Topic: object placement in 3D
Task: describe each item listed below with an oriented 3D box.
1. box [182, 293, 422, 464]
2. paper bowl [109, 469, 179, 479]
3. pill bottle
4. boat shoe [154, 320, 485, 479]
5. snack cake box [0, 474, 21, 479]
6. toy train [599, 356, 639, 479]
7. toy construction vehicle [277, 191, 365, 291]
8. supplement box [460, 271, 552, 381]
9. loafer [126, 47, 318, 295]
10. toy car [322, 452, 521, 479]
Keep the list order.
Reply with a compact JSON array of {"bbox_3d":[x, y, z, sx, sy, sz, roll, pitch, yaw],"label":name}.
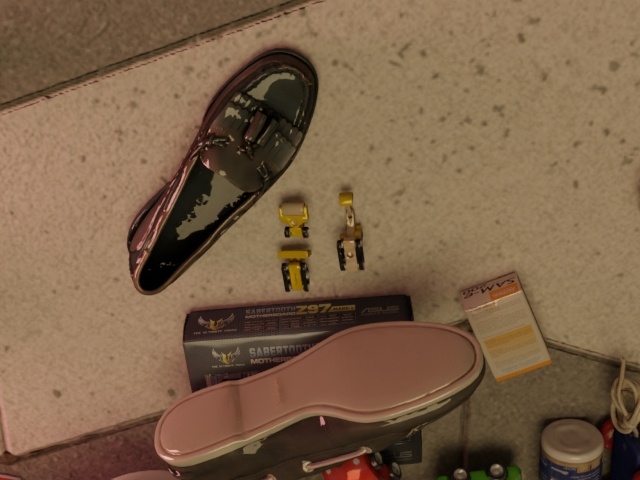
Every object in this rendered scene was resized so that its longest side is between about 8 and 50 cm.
[{"bbox_3d":[-0.015,0.152,1.220,0.233,0.059,0.183,-6,122,2],"label":"box"},{"bbox_3d":[-0.162,0.345,1.200,0.284,0.284,0.148,13,116,-8],"label":"paper bowl"},{"bbox_3d":[0.270,0.259,1.281,0.067,0.067,0.120,-3,120,1],"label":"pill bottle"},{"bbox_3d":[0.005,0.165,1.140,0.335,0.112,0.095,-18,136,15],"label":"boat shoe"},{"bbox_3d":[-0.409,0.347,1.208,0.152,0.264,0.089,10,119,-7],"label":"snack cake box"},{"bbox_3d":[0.377,0.218,1.247,0.143,0.105,0.248,-8,120,-8],"label":"toy train"},{"bbox_3d":[0.000,0.000,1.153,0.086,0.035,0.098,-4,118,14],"label":"toy construction vehicle"},{"bbox_3d":[0.188,0.088,1.200,0.062,0.036,0.098,-20,118,11],"label":"supplement box"},{"bbox_3d":[-0.089,-0.053,1.088,0.096,0.084,0.267,31,115,-17],"label":"loafer"},{"bbox_3d":[0.110,0.282,1.262,0.225,0.053,0.239,-7,146,-7],"label":"toy car"}]
